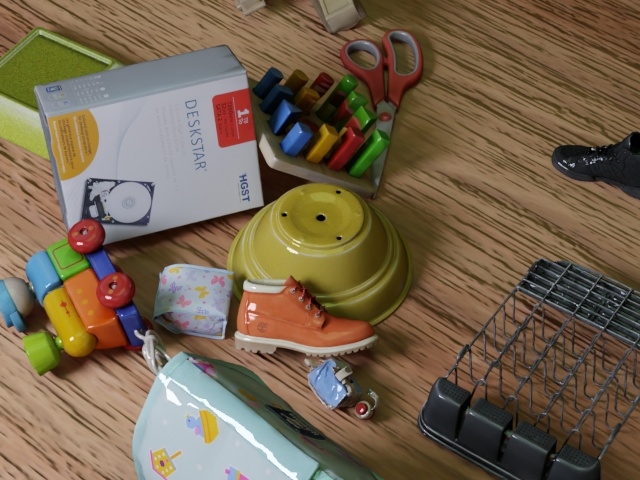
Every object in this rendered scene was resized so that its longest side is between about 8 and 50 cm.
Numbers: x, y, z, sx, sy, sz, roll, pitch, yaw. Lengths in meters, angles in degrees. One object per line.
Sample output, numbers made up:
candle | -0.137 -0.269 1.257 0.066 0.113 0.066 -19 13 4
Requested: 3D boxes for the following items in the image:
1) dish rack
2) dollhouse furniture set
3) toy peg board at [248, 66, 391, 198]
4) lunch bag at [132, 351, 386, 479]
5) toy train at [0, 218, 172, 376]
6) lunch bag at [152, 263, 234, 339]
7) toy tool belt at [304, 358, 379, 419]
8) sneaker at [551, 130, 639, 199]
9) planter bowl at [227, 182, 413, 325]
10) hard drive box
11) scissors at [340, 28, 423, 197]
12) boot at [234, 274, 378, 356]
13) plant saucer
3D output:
dish rack | 0.256 0.140 1.530 0.208 0.074 0.271 28 52 20
dollhouse furniture set | -0.027 -0.306 1.930 0.161 0.101 0.182 -25 49 10
toy peg board | -0.004 -0.148 1.719 0.160 0.079 0.161 17 34 -39
lunch bag | -0.051 0.234 1.312 0.223 0.262 0.160 36 57 28
toy train | -0.254 0.103 1.540 0.143 0.105 0.248 -27 53 -10
lunch bag | -0.142 0.067 1.600 0.083 0.053 0.071 9 50 -5
toy tool belt | 0.018 0.157 1.518 0.052 0.051 0.083 -50 56 7
sneaker | 0.366 -0.102 1.731 0.170 0.089 0.051 22 52 17
planter bowl | 0.000 0.000 1.636 0.217 0.090 0.217 0 49 0
hard drive box | -0.196 -0.109 1.659 0.232 0.181 0.089 -15 32 -13
scissors | 0.093 -0.169 1.833 0.109 0.021 0.297 -5 48 -5
boot | -0.014 0.081 1.558 0.158 0.084 0.059 4 7 2
plant saucer | -0.350 -0.201 1.839 0.188 0.045 0.188 24 52 20
